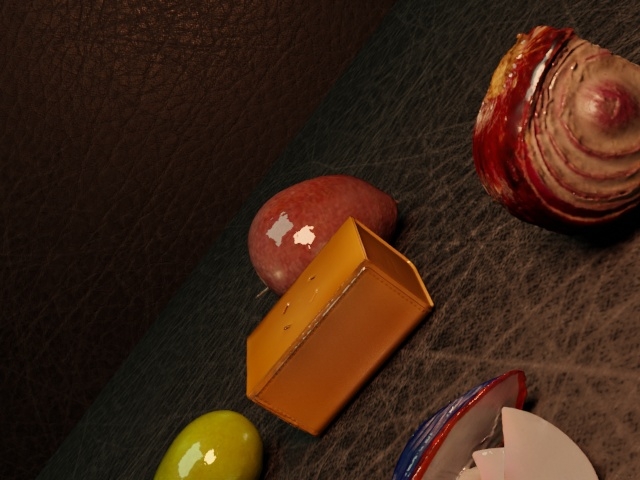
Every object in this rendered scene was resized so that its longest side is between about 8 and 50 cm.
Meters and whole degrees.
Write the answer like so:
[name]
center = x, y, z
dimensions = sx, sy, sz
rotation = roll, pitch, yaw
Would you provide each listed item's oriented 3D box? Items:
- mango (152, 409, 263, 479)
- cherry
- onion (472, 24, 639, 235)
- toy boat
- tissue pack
[mango]
center = -0.198, 0.399, 1.305
dimensions = 0.273, 0.149, 0.185
rotation = -58, 17, 3
[cherry]
center = 0.000, 0.000, 1.432
dimensions = 0.307, 0.221, 0.261
rotation = -34, -4, -1
[onion]
center = 0.271, -0.117, 0.920
dimensions = 0.207, 0.216, 0.206
rotation = -60, 12, 6
[toy boat]
center = 0.177, 0.216, 0.756
dimensions = 0.318, 0.072, 0.219
rotation = -26, 35, 54
[tissue pack]
center = 0.023, 0.132, 1.234
dimensions = 0.274, 0.145, 0.194
rotation = -51, 14, 14
